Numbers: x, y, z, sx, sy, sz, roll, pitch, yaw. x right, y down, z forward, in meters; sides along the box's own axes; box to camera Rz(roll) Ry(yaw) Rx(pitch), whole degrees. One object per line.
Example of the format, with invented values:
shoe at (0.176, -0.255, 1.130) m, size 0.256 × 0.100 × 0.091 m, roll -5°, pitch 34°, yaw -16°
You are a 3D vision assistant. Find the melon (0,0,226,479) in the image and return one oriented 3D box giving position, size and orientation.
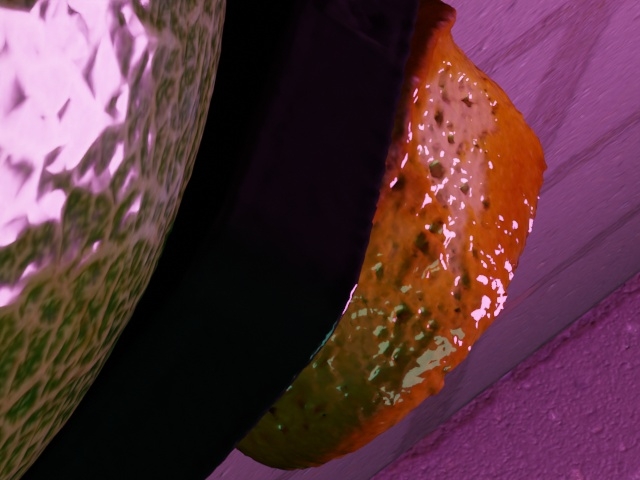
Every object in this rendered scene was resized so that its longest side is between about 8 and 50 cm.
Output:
melon at (-0.128, -0.069, 0.570) m, size 0.226 × 0.331 × 0.343 m, roll 4°, pitch -167°, yaw 32°

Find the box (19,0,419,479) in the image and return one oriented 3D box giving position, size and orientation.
box at (-0.041, -0.019, 0.804) m, size 0.211 × 0.058 × 0.350 m, roll -51°, pitch -165°, yaw 34°

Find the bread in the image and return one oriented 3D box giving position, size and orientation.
bread at (0.000, 0.000, 1.041) m, size 0.268 × 0.146 × 0.268 m, roll -43°, pitch -163°, yaw 16°
